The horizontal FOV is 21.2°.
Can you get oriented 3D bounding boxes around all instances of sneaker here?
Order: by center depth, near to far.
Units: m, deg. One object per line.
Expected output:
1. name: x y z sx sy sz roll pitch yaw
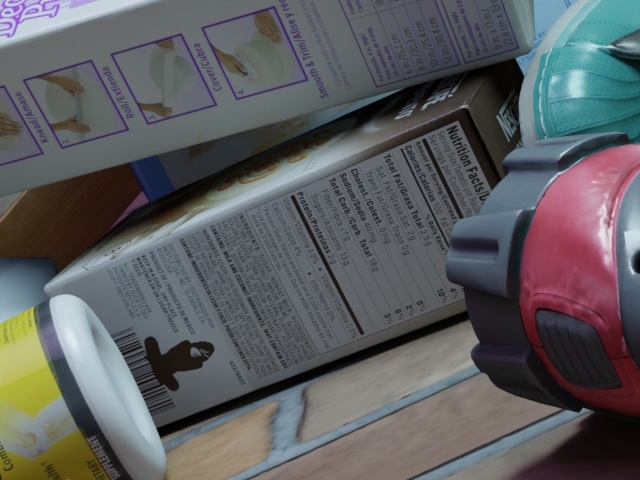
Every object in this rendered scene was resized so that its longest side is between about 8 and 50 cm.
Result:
1. sneaker: 0.223 -0.109 0.862 0.302 0.108 0.121 -33 8 -36

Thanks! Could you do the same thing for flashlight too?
1. flashlight: 0.154 0.016 0.492 0.103 0.103 0.304 16 -6 -27

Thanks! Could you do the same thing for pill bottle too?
1. pill bottle: -0.172 0.108 0.794 0.184 0.103 0.103 -27 11 0

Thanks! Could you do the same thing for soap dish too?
1. soap dish: -0.213 -0.092 1.583 0.291 0.118 0.229 -50 15 -8

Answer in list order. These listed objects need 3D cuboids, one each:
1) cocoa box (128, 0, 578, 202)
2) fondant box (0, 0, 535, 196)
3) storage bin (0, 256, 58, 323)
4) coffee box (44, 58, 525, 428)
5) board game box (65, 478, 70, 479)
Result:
1. cocoa box: 0.008 -0.152 1.233 0.347 0.231 0.228 -28 13 -2
2. fondant box: -0.050 -0.162 0.953 0.330 0.096 0.238 -15 36 18
3. storage bin: -0.179 0.064 0.912 0.091 0.135 0.098 -7 -38 -14
4. coffee box: 0.000 0.000 0.900 0.246 0.098 0.141 -23 12 20
5. board game box: -0.147 0.165 0.623 0.147 0.045 0.193 -27 11 -4
